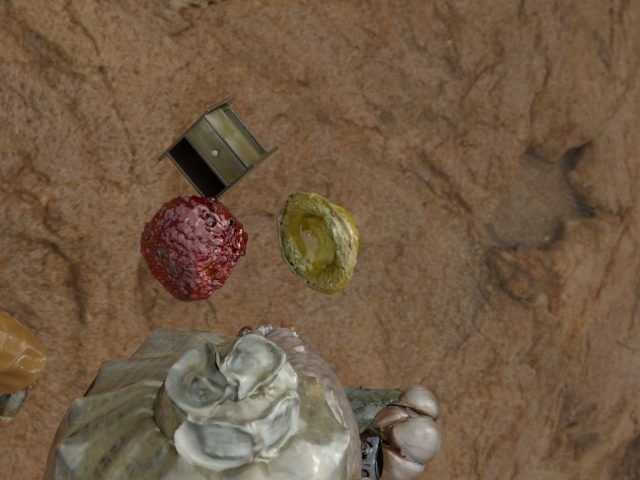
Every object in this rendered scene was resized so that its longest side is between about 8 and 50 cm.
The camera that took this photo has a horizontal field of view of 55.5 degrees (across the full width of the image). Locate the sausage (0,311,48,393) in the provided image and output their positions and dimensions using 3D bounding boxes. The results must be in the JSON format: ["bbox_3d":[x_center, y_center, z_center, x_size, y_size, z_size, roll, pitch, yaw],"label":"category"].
[{"bbox_3d":[-0.510,0.164,0.916,0.136,0.241,0.120,15,67,8],"label":"sausage"}]

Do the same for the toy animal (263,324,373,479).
[{"bbox_3d":[-0.040,0.269,0.768,0.188,0.226,0.358,8,61,-22],"label":"toy animal"}]

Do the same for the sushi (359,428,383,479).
[{"bbox_3d":[0.057,0.483,1.335,0.172,0.150,0.153,36,49,-64],"label":"sushi"}]

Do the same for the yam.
[{"bbox_3d":[0.108,0.567,1.892,0.348,0.241,0.241,-4,86,10],"label":"yam"}]

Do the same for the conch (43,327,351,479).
[{"bbox_3d":[-0.106,0.167,0.406,0.159,0.210,0.291,0,124,-57],"label":"conch"}]

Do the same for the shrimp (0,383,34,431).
[{"bbox_3d":[-0.707,0.334,1.373,0.052,0.251,0.143,17,39,-57],"label":"shrimp"}]

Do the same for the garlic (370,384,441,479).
[{"bbox_3d":[0.219,0.475,1.487,0.214,0.160,0.191,-50,142,5],"label":"garlic"}]

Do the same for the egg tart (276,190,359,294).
[{"bbox_3d":[0.000,0.000,1.533,0.118,0.288,0.288,-23,97,-39],"label":"egg tart"}]

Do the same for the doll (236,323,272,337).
[{"bbox_3d":[-0.159,0.225,1.486,0.085,0.040,0.058,-34,101,-11],"label":"doll"}]

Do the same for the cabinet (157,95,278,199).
[{"bbox_3d":[-0.256,-0.213,1.511,0.175,0.215,0.148,50,31,-7],"label":"cabinet"}]

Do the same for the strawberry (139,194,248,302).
[{"bbox_3d":[-0.300,0.033,1.465,0.274,0.274,0.220,6,57,-32],"label":"strawberry"}]
